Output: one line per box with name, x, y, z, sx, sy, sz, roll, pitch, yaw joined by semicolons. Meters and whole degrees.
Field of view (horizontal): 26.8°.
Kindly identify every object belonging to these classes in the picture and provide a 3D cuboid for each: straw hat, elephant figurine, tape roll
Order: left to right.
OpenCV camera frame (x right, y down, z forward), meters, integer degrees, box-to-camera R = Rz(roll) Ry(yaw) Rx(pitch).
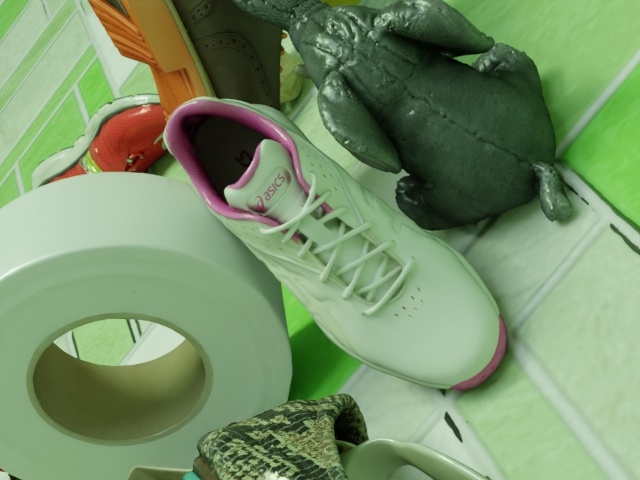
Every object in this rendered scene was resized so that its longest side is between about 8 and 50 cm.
tape roll;-0.168;0.085;1.113;0.286;0.286;0.100;-43;33;24
straw hat;-0.051;-0.173;1.411;0.061;0.144;0.144;4;55;11
elephant figurine;0.055;-0.115;1.017;0.186;0.239;0.169;-24;43;44

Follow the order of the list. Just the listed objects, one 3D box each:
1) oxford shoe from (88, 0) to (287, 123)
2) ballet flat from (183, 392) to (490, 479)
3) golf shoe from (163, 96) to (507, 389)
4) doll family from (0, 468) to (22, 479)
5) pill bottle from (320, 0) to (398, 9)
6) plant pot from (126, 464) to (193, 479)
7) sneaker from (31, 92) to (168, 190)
oxford shoe;-0.067;-0.130;1.146;0.133;0.364;0.130;-40;41;-15
ballet flat;0.063;0.223;0.784;0.182;0.164;0.483;-30;31;-8
golf shoe;0.000;0.000;0.975;0.306;0.140;0.115;38;93;21
doll family;-0.385;0.218;1.367;0.263;0.118;0.163;-28;15;8
pill bottle;0.033;-0.218;1.206;0.103;0.184;0.103;-37;35;31
plant pot;-0.103;0.246;1.050;0.109;0.096;0.109;-10;54;54
sneaker;-0.243;-0.075;1.604;0.279;0.107;0.118;-35;54;39
